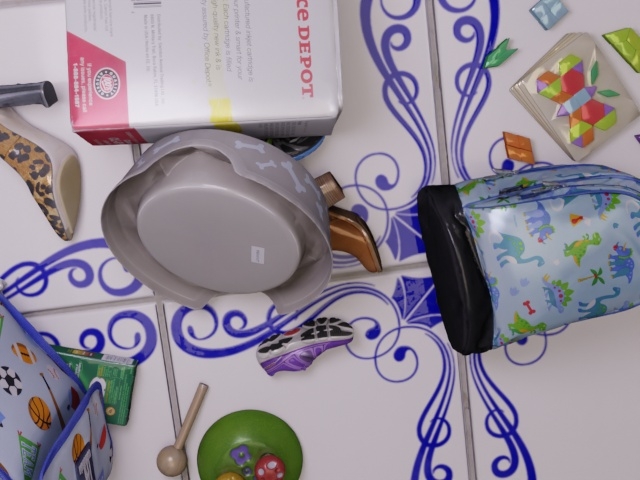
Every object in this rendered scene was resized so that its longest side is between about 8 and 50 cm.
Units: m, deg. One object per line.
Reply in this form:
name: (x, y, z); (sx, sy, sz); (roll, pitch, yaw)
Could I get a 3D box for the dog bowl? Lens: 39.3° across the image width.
dog bowl: (-0.145, -0.024, 1.346); (0.348, 0.102, 0.349); (8, 142, 6)

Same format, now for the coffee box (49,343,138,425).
coffee box: (-0.404, 0.237, 1.490); (0.184, 0.040, 0.113); (10, 101, -5)

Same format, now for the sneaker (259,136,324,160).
sneaker: (-0.086, -0.160, 1.432); (0.188, 0.067, 0.078); (-6, 106, 0)

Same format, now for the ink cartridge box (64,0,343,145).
ink cartridge box: (-0.168, -0.293, 1.333); (0.384, 0.160, 0.279); (-3, 86, -3)

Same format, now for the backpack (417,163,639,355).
backpack: (0.367, 0.014, 1.416); (0.355, 0.273, 0.290); (-13, 97, -11)

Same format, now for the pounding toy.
pounding toy: (-0.142, 0.374, 1.497); (0.236, 0.110, 0.183); (29, 96, -8)

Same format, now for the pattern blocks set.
pattern blocks set: (0.422, -0.231, 1.475); (0.324, 0.026, 0.285); (37, 95, -8)

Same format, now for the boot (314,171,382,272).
boot: (0.000, 0.000, 1.470); (0.152, 0.073, 0.197); (-32, 100, 9)

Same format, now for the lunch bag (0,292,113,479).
lunch bag: (-0.471, 0.301, 1.313); (0.239, 0.328, 0.385); (-34, 105, 13)

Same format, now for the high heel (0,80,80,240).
high heel: (-0.485, -0.121, 1.419); (0.186, 0.093, 0.261); (-3, 109, 15)

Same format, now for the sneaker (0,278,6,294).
sneaker: (-0.537, 0.132, 1.459); (0.061, 0.054, 0.152); (-3, 99, -6)

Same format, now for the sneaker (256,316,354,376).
sneaker: (-0.022, 0.181, 1.506); (0.169, 0.068, 0.071); (-18, 116, 8)
